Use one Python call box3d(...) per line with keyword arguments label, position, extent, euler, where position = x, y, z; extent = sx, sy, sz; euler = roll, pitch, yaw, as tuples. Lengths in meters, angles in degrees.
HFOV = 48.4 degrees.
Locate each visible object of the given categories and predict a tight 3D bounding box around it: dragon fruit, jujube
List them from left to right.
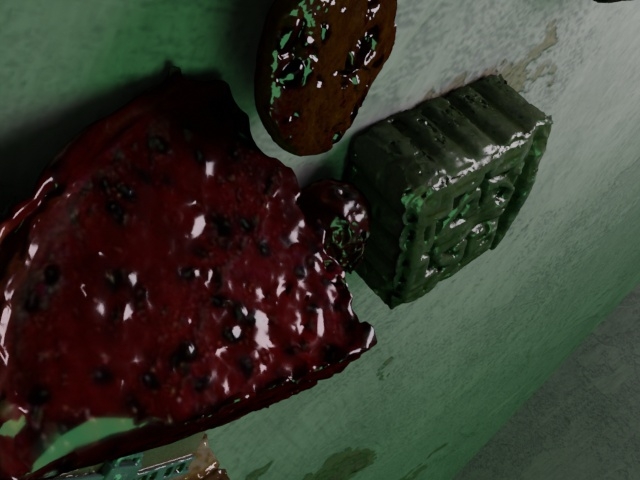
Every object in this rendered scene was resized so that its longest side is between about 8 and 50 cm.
box3d(label="dragon fruit", position=(-0.174, 0.055, 0.571), extent=(0.329, 0.286, 0.228), euler=(-24, 174, -37))
box3d(label="jujube", position=(-0.002, -0.004, 0.808), extent=(0.104, 0.104, 0.166), euler=(-17, 152, -36))

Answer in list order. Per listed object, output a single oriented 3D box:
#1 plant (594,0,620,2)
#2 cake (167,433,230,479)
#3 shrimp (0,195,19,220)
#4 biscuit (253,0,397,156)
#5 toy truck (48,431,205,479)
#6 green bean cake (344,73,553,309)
box3d(label="plant", position=(0.362, -0.319, 0.796), extent=(0.143, 0.094, 0.092), euler=(-27, 138, -14))
box3d(label="cake", position=(-0.234, 0.421, 0.935), extent=(0.255, 0.290, 0.282), euler=(-19, 142, -36))
box3d(label="shrimp", position=(-0.257, 0.005, 0.543), extent=(0.074, 0.073, 0.190), euler=(-38, 147, 6))
box3d(label="biscuit", position=(0.010, -0.161, 0.589), extent=(0.192, 0.049, 0.192), euler=(-45, 147, -40))
box3d(label="toy truck", position=(-0.254, 0.174, 0.665), extent=(0.305, 0.162, 0.136), euler=(-1, 124, -49))
box3d(label="green bean cake", position=(0.153, -0.057, 0.884), extent=(0.255, 0.132, 0.241), euler=(-24, 144, -26))
